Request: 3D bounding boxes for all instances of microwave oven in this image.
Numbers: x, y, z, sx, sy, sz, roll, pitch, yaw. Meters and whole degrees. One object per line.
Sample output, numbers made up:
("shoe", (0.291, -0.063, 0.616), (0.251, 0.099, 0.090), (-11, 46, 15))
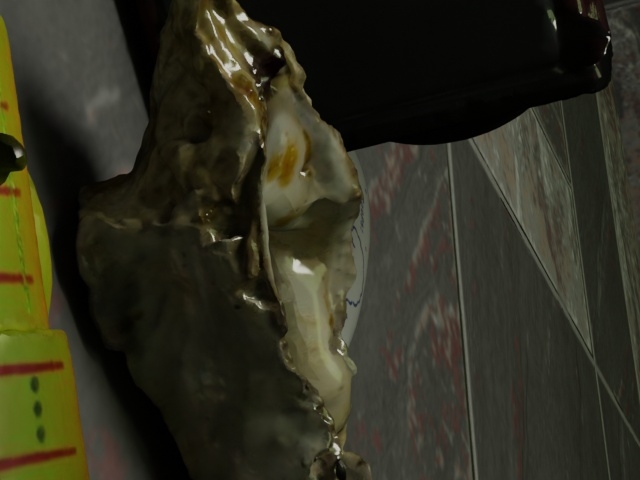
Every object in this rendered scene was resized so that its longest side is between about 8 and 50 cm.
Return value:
("microwave oven", (0.032, -0.136, 0.919), (0.178, 0.247, 0.188), (-37, 114, -74))

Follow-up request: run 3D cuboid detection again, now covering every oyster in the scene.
("oyster", (-0.038, 0.039, 0.803), (0.166, 0.110, 0.341), (-72, 148, -50))

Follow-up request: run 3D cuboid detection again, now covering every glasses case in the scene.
("glasses case", (0.000, 0.000, 1.038), (0.197, 0.049, 0.076), (-80, 152, -52))

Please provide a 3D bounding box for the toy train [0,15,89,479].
("toy train", (-0.131, 0.022, 0.440), (0.100, 0.161, 0.296), (2, 75, -65))
